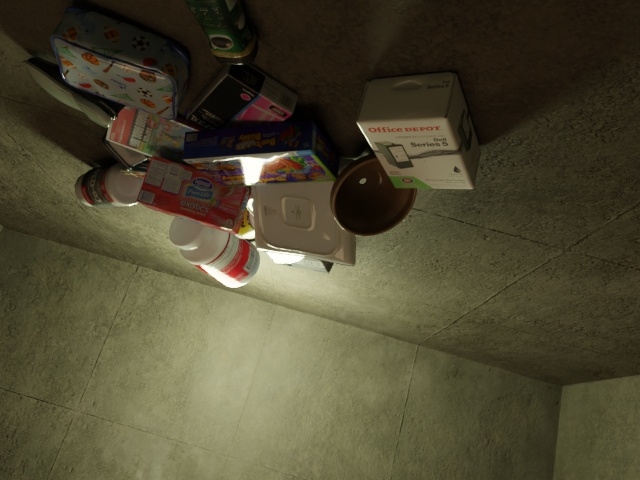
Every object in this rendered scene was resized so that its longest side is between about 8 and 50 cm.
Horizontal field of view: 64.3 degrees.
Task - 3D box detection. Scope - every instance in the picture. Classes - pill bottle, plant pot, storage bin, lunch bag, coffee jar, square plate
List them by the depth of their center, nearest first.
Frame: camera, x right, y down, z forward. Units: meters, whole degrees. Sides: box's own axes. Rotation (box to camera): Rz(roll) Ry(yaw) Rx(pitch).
[{"bbox_3d":[-0.186,-0.423,0.981,0.096,0.079,0.184,9,158,15],"label":"coffee jar"},{"bbox_3d":[-0.468,-0.407,1.203,0.303,0.115,0.243,20,162,-11],"label":"lunch bag"},{"bbox_3d":[0.130,-0.138,1.376,0.237,0.237,0.109,30,-161,-33],"label":"plant pot"},{"bbox_3d":[-0.063,-0.089,1.526,0.344,0.049,0.347,8,119,19],"label":"square plate"},{"bbox_3d":[-0.600,-0.304,1.611,0.091,0.098,0.135,-13,133,23],"label":"storage bin"},{"bbox_3d":[-0.251,-0.070,1.914,0.119,0.119,0.208,26,157,-26],"label":"pill bottle"},{"bbox_3d":[-0.804,-0.203,1.933,0.283,0.161,0.161,-2,154,40],"label":"pill bottle"},{"bbox_3d":[-0.449,0.029,2.177,0.229,0.229,0.407,5,157,28],"label":"pill bottle"}]

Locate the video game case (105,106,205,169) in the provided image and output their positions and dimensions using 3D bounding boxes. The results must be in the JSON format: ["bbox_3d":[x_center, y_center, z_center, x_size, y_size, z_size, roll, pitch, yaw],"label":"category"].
[{"bbox_3d":[-0.472,-0.308,1.501,0.285,0.025,0.204,20,146,-20],"label":"video game case"}]

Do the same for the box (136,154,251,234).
[{"bbox_3d":[-0.381,-0.135,1.567,0.300,0.154,0.142,16,174,0],"label":"box"}]

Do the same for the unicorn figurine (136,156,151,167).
[{"bbox_3d":[-0.565,-0.273,1.729,0.111,0.060,0.162,17,177,-29],"label":"unicorn figurine"}]

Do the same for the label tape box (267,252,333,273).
[{"bbox_3d":[-0.078,0.051,2.116,0.249,0.115,0.347,10,158,18],"label":"label tape box"}]

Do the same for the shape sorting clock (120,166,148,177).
[{"bbox_3d":[-0.598,-0.230,1.800,0.206,0.040,0.206,11,-176,-1],"label":"shape sorting clock"}]

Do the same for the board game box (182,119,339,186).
[{"bbox_3d":[-0.148,-0.220,1.346,0.347,0.078,0.233,-1,168,18],"label":"board game box"}]

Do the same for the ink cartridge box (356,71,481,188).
[{"bbox_3d":[0.224,-0.228,1.123,0.198,0.114,0.273,4,157,31],"label":"ink cartridge box"}]

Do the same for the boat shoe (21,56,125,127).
[{"bbox_3d":[-0.653,-0.410,1.359,0.302,0.091,0.114,34,162,5],"label":"boat shoe"}]

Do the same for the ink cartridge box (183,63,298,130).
[{"bbox_3d":[-0.224,-0.326,1.303,0.176,0.069,0.371,26,160,-27],"label":"ink cartridge box"}]

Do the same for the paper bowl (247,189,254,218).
[{"bbox_3d":[-0.110,-0.092,1.711,0.284,0.148,0.284,13,160,5],"label":"paper bowl"}]
